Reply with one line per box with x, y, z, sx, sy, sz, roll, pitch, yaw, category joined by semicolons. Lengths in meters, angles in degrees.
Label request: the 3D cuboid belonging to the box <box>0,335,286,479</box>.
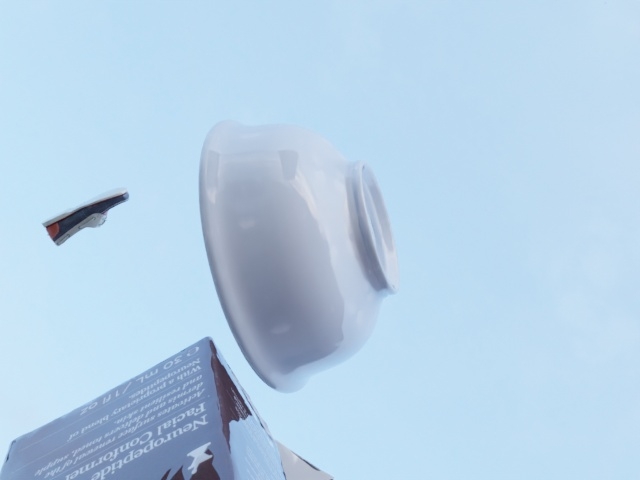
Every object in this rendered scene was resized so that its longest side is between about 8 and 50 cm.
-0.105;0.229;0.407;0.191;0.381;0.143;-28;-67;-4;box

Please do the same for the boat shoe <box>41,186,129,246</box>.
-0.337;-0.036;0.999;0.137;0.049;0.043;-25;-74;2;boat shoe

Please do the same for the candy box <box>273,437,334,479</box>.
-0.108;0.275;0.670;0.165;0.196;0.070;32;-24;8;candy box

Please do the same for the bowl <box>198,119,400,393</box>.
0.000;0.000;0.711;0.134;0.298;0.297;-15;-78;14;bowl
